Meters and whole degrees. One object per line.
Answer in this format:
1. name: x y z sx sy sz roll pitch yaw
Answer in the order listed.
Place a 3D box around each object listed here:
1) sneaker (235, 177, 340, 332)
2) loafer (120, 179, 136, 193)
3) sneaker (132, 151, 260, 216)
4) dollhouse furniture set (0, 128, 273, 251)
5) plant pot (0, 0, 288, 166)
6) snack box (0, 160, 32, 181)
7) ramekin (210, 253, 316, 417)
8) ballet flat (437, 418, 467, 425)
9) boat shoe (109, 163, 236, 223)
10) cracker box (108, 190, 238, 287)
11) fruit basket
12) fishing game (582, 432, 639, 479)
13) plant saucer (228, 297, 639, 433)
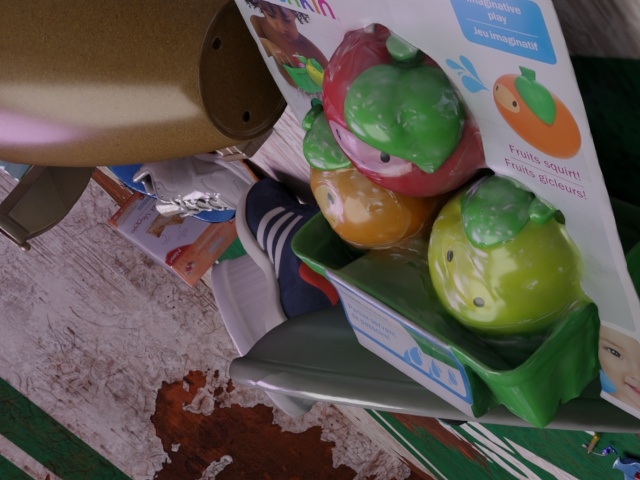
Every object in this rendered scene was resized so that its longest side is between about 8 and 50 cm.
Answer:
1. sneaker: 0.000 0.000 1.293 0.131 0.148 0.350 28 -159 -29
2. loafer: -0.310 -0.105 2.103 0.223 0.076 0.078 45 135 12
3. sneaker: -0.164 -0.068 1.545 0.262 0.121 0.099 30 166 45
4. dollhouse furniture set: -0.232 -0.044 1.218 0.174 0.355 0.303 41 170 -14
5. plant pot: -0.153 -0.157 0.910 0.254 0.237 0.237 16 157 36
6. snack box: -0.284 -0.173 1.193 0.070 0.174 0.207 36 -167 -12
7. ramekin: -0.047 0.126 1.709 0.273 0.127 0.273 58 -173 -12
8. ballet flat: 0.123 0.162 1.574 0.280 0.095 0.096 33 135 -13
9. boat shoe: -0.240 -0.098 1.745 0.258 0.109 0.089 39 -170 13
10. cracker box: -0.242 -0.034 1.878 0.232 0.156 0.067 29 164 46
11. fruit basket: 0.061 -0.042 0.717 0.327 0.165 0.353 31 163 45
12. fishing game: 0.422 0.324 1.307 0.264 0.041 0.189 38 172 14
13. plant saucer: 0.120 0.101 1.004 0.400 0.101 0.400 6 176 0
